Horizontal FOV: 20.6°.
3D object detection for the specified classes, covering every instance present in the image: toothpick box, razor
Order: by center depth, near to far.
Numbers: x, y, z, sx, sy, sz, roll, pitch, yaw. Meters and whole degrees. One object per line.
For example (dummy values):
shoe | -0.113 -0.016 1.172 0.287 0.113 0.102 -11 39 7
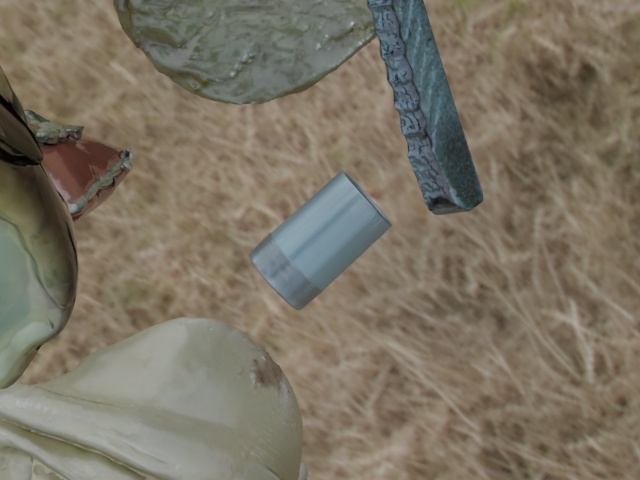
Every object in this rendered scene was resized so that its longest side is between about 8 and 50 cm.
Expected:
razor | 0.020 -0.097 0.582 0.066 0.033 0.190 -7 112 34
toothpick box | 0.000 0.000 1.153 0.083 0.052 0.052 -42 67 5

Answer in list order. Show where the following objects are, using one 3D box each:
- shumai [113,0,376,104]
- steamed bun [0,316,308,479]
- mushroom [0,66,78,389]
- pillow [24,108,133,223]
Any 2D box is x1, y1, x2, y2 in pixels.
shumai | -0.043 -0.236 1.433 0.256 0.218 0.189 -40 108 5
steamed bun | -0.157 0.260 1.573 0.324 0.310 0.219 -16 36 -1
mushroom | -0.233 -0.020 0.654 0.247 0.344 0.130 -32 64 21
pillow | -0.227 -0.049 1.178 0.179 0.171 0.075 1 100 5
